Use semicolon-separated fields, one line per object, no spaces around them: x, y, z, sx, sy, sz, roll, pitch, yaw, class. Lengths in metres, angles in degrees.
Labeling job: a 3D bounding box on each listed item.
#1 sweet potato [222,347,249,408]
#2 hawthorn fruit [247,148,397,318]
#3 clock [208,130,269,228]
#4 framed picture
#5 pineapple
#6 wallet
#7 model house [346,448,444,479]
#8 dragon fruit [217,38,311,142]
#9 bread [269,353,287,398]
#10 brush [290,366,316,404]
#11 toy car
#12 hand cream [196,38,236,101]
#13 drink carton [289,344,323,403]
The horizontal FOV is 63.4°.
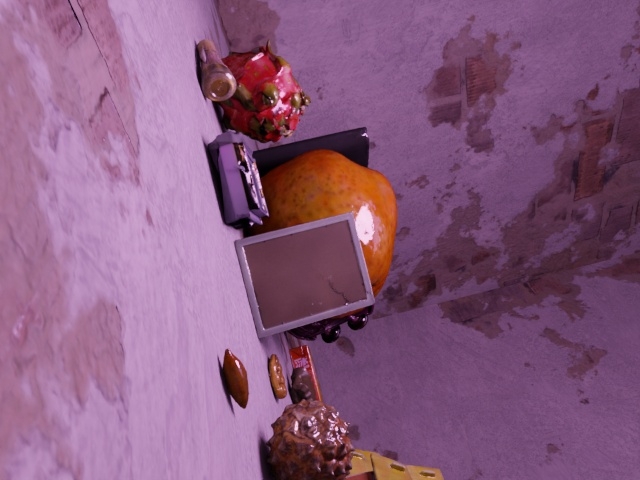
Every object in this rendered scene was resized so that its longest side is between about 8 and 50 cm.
-0.120;0.200;0.743;0.034;0.034;0.095;-109;-178;-80;sweet potato
0.000;0.000;1.456;0.472;0.470;0.473;166;-90;-89;hawthorn fruit
-0.184;-0.128;1.178;0.253;0.083;0.187;101;-25;-87;clock
-0.032;0.076;1.200;0.018;0.292;0.231;169;-93;-74;framed picture
-0.018;0.386;0.914;0.166;0.166;0.193;-105;-167;-56;pineapple
-0.052;-0.239;1.588;0.228;0.405;0.062;79;-1;-73;wallet
0.123;0.604;1.102;0.300;0.323;0.341;-104;-179;-67;model house
-0.180;-0.410;1.456;0.302;0.231;0.237;32;-17;16;dragon fruit
-0.102;0.321;1.224;0.110;0.024;0.110;165;-90;-89;bread
-0.039;0.519;1.569;0.084;0.071;0.301;-81;161;-61;brush
0.010;0.183;1.794;0.271;0.340;0.241;47;26;-41;toy car
-0.269;-0.437;1.296;0.084;0.083;0.203;77;-6;-53;hand cream
-0.048;0.482;1.796;0.096;0.070;0.223;75;1;-71;drink carton
